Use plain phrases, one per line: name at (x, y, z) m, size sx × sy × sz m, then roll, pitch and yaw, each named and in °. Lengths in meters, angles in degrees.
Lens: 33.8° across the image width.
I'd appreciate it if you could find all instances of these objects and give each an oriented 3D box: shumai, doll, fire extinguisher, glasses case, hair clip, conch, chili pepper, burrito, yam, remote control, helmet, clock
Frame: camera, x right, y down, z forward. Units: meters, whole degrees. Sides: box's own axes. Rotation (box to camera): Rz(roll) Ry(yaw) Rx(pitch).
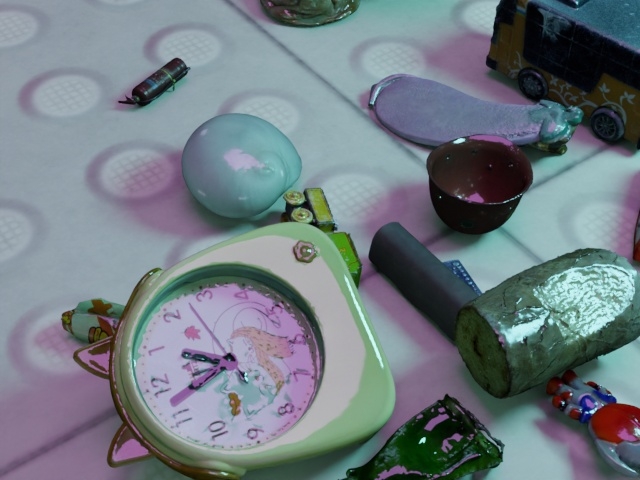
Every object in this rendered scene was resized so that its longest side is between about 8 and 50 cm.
shumai at (-0.024, -0.488, 1.952) m, size 0.201 × 0.120 × 0.201 m, roll 0°, pitch 48°, yaw 0°
doll at (0.362, 0.228, 1.298) m, size 0.104 × 0.062 × 0.195 m, roll 0°, pitch 29°, yaw -44°
fire extinguisher at (-0.278, -0.260, 1.777) m, size 0.056 × 0.039 × 0.132 m, roll 20°, pitch 47°, yaw 29°
glasses case at (0.141, 0.055, 1.452) m, size 0.042 × 0.072 × 0.190 m, roll -14°, pitch 45°, yaw -38°
hair clip at (0.239, -0.197, 1.709) m, size 0.359 × 0.110 × 0.096 m, roll 15°, pitch 6°, yaw 18°
conch at (-0.115, -0.125, 1.591) m, size 0.185 × 0.121 × 0.221 m, roll 12°, pitch 35°, yaw -16°
chili pepper at (0.117, 0.259, 1.261) m, size 0.216 × 0.062 × 0.108 m, roll -17°, pitch 42°, yaw -17°
burrito at (-0.197, 0.117, 1.398) m, size 0.288 × 0.054 × 0.104 m, roll 13°, pitch 44°, yaw 13°
yam at (0.286, 0.105, 1.346) m, size 0.255 × 0.154 × 0.154 m, roll -21°, pitch 49°, yaw -29°
remote control at (0.206, 0.084, 1.459) m, size 0.044 × 0.027 × 0.152 m, roll -17°, pitch 47°, yaw -13°
helmet at (0.229, -0.073, 1.557) m, size 0.155 × 0.106 × 0.175 m, roll 15°, pitch 45°, yaw 10°
clock at (-0.107, 0.149, 1.270) m, size 0.349 × 0.117 × 0.286 m, roll -17°, pitch 71°, yaw -15°

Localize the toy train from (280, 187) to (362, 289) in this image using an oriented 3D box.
toy train at (0.000, 0.000, 1.514) m, size 0.081 × 0.060 × 0.202 m, roll -6°, pitch 45°, yaw -17°

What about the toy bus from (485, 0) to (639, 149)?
toy bus at (0.448, -0.314, 1.741) m, size 0.323 × 0.194 × 0.162 m, roll 35°, pitch 55°, yaw 28°

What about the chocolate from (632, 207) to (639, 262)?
chocolate at (0.597, -0.049, 1.545) m, size 0.235 × 0.108 × 0.237 m, roll 17°, pitch 46°, yaw 12°
